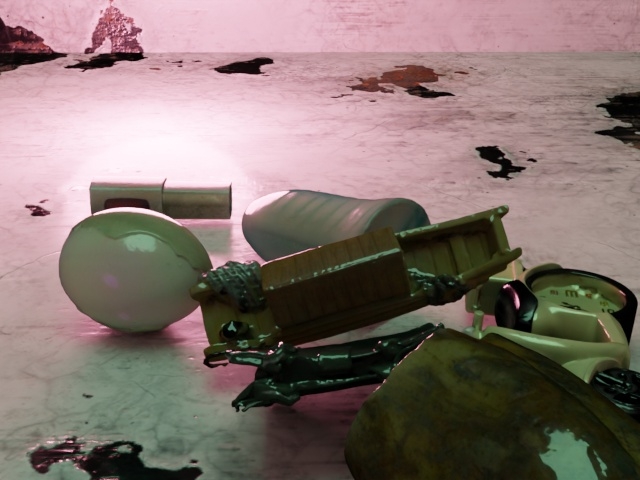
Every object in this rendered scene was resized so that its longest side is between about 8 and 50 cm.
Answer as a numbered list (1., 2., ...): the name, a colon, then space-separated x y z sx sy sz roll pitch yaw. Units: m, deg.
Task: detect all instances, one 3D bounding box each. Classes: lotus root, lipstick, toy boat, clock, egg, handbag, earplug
1. lotus root: 0.208 0.249 0.956 0.250 0.250 0.346 -15 30 -29
2. lipstick: -0.289 -0.074 1.806 0.253 0.079 0.077 1 24 -1
3. toy boat: 0.043 0.047 1.323 0.445 0.162 0.136 -15 70 0
4. clock: 0.308 0.138 1.341 0.276 0.120 0.379 7 21 8
5. egg: -0.259 0.043 1.433 0.217 0.183 0.183 1 24 23
6. handbag: 0.029 0.149 1.176 0.247 0.079 0.260 -9 -8 4
7. earplug: 0.000 0.000 1.579 0.324 0.185 0.185 14 27 42
